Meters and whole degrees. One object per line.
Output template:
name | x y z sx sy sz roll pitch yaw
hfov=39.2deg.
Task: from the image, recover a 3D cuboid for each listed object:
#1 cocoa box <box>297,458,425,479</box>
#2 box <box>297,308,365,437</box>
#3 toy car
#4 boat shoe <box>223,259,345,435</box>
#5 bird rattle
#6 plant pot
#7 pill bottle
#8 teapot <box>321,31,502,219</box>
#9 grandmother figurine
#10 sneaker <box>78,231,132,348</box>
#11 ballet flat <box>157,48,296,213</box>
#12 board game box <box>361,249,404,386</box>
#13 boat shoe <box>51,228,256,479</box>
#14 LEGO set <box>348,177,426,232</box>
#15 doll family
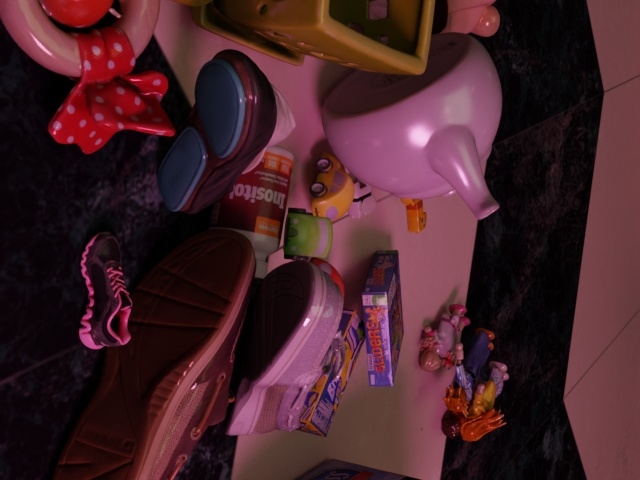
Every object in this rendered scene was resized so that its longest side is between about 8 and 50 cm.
cocoa box | 0.014 0.454 1.120 0.347 0.228 0.231 -16 107 -53
box | 0.004 0.174 1.216 0.054 0.059 0.169 55 51 -46
toy car | 0.000 0.000 1.124 0.225 0.053 0.239 11 84 -79
boat shoe | -0.031 0.128 0.974 0.320 0.103 0.118 116 -23 -50
bird rattle | -0.214 -0.217 0.842 0.207 0.143 0.254 31 81 -40
plant pot | -0.010 -0.313 1.004 0.227 0.207 0.228 7 88 -56
pill bottle | -0.083 -0.035 1.041 0.086 0.086 0.152 15 82 -55
teapot | 0.134 -0.142 1.187 0.187 0.252 0.256 60 43 -26
grandmother figurine | 0.166 -0.354 1.349 0.342 0.104 0.208 -33 107 -51
sneaker | -0.208 0.051 0.900 0.047 0.057 0.119 -4 96 -53
ballet flat | -0.088 -0.111 0.888 0.096 0.280 0.095 -18 80 -28
board game box | 0.092 0.105 1.284 0.201 0.035 0.136 -57 144 -73
boat shoe | -0.155 0.152 0.948 0.342 0.123 0.123 -68 153 -20
LEGO set | 0.132 -0.066 1.347 0.227 0.087 0.093 -27 116 -49
doll family | 0.257 0.244 1.536 0.163 0.118 0.263 -53 134 -37
